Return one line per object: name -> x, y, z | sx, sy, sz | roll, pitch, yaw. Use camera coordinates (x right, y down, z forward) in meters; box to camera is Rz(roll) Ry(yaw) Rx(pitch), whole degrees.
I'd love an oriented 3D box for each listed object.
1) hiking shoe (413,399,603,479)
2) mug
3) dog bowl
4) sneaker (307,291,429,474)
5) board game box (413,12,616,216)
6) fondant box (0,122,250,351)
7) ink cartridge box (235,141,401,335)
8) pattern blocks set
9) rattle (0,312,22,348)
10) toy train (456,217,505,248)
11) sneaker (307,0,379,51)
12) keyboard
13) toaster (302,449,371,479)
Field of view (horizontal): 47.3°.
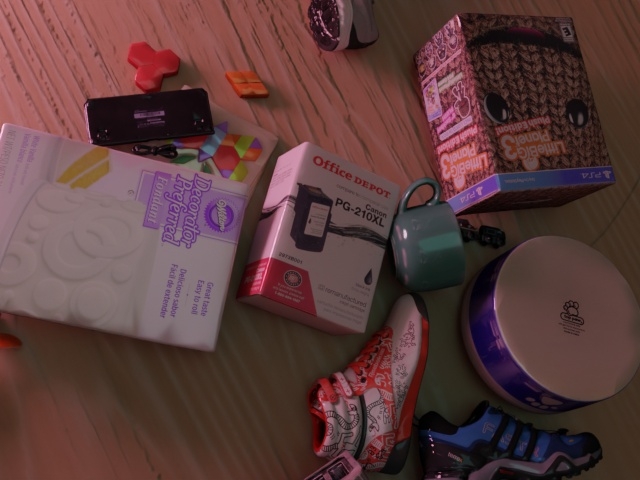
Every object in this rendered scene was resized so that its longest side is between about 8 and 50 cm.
hiking shoe -> 0.285, 0.298, 1.088 | 0.304, 0.113, 0.132 | -1, 68, -22
mug -> 0.150, 0.000, 1.106 | 0.097, 0.129, 0.157 | -11, 68, -3
dog bowl -> 0.359, 0.129, 1.134 | 0.265, 0.104, 0.264 | 7, 67, -16
sneaker -> 0.067, 0.193, 1.061 | 0.145, 0.090, 0.270 | 15, 76, -15
board game box -> 0.310, -0.202, 1.189 | 0.232, 0.141, 0.290 | -7, 79, -24
fondant box -> -0.283, 0.003, 0.987 | 0.330, 0.096, 0.238 | 14, 78, -15
ink cartridge box -> 0.000, 0.000, 1.070 | 0.172, 0.100, 0.237 | 23, 71, -22
pattern blocks set -> -0.167, -0.143, 1.110 | 0.325, 0.026, 0.285 | 18, 73, -12
rattle -> -0.485, 0.140, 0.894 | 0.200, 0.142, 0.130 | -14, 63, -13
toy train -> 0.230, -0.019, 1.193 | 0.158, 0.027, 0.036 | 11, 72, -13
sneaker -> 0.030, -0.438, 1.212 | 0.108, 0.100, 0.271 | -5, 81, -31
keyboard -> -0.247, -0.165, 1.068 | 0.180, 0.023, 0.108 | -9, 71, -12
toaster -> 0.004, 0.362, 0.909 | 0.168, 0.186, 0.110 | -33, 90, -8
